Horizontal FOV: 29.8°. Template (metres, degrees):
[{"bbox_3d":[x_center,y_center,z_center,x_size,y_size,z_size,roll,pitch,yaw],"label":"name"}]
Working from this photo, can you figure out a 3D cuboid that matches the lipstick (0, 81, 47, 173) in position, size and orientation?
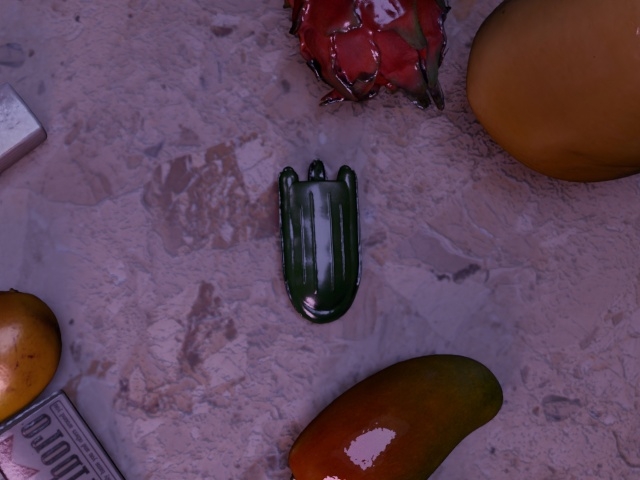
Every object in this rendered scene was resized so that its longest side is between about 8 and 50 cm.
[{"bbox_3d":[-0.500,-0.046,1.442,0.371,0.080,0.076,-38,89,-11],"label":"lipstick"}]

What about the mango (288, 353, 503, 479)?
[{"bbox_3d":[0.093,0.227,1.473,0.289,0.129,0.146,-37,88,-19],"label":"mango"}]

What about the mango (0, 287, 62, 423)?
[{"bbox_3d":[-0.401,0.153,1.415,0.145,0.112,0.219,43,83,-10],"label":"mango"}]

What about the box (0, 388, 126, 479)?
[{"bbox_3d":[-0.306,0.280,1.432,0.115,0.036,0.177,-34,104,-9],"label":"box"}]

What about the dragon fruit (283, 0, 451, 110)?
[{"bbox_3d":[0.068,-0.270,1.501,0.274,0.193,0.192,48,53,-1],"label":"dragon fruit"}]

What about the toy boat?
[{"bbox_3d":[0.000,0.000,1.521,0.104,0.052,0.210,-3,85,-11],"label":"toy boat"}]

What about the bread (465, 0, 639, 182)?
[{"bbox_3d":[0.386,-0.214,1.433,0.348,0.376,0.253,-7,83,-35],"label":"bread"}]
